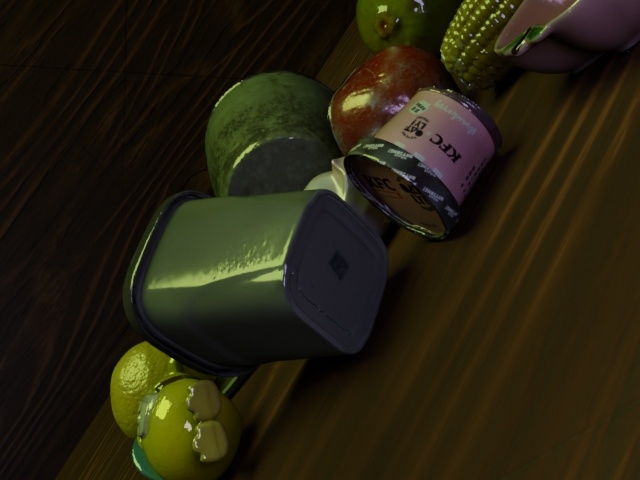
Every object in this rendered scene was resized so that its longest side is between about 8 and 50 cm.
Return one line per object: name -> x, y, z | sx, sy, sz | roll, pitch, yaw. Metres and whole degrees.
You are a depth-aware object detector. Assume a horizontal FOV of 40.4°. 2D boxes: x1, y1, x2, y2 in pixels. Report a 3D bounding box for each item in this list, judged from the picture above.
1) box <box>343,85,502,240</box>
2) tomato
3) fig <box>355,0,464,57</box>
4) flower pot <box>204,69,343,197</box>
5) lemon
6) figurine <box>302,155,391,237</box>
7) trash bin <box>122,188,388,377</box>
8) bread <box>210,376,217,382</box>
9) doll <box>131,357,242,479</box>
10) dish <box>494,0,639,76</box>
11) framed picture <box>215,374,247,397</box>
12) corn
box -> 0.127, -0.096, 1.025 | 0.135, 0.151, 0.151 | -49, 10, -14
tomato -> 0.128, -0.195, 1.290 | 0.155, 0.181, 0.214 | -21, 34, 44
fig -> 0.178, -0.450, 1.658 | 0.230, 0.207, 0.207 | -56, 11, -26
flower pot -> -0.063, -0.135, 1.566 | 0.293, 0.294, 0.330 | -52, 18, 12
lemon -> -0.278, 0.269, 1.526 | 0.178, 0.178, 0.203 | -41, 53, 50
figurine -> 0.000, -0.001, 1.274 | 0.276, 0.133, 0.200 | -50, 16, 28
trash bin -> -0.071, 0.046, 1.086 | 0.250, 0.219, 0.219 | -8, 53, 40
bread -> -0.226, 0.269, 1.652 | 0.062, 0.103, 0.049 | 67, 149, 24
doll -> -0.201, 0.271, 1.265 | 0.363, 0.145, 0.199 | 143, 121, -63
dish -> 0.289, -0.247, 0.921 | 0.213, 0.090, 0.213 | -49, 12, 14
framed picture -> -0.115, 0.161, 1.564 | 0.231, 0.018, 0.293 | -51, 12, 20
corn -> 0.281, -0.335, 1.110 | 0.344, 0.131, 0.131 | -47, 14, 37
